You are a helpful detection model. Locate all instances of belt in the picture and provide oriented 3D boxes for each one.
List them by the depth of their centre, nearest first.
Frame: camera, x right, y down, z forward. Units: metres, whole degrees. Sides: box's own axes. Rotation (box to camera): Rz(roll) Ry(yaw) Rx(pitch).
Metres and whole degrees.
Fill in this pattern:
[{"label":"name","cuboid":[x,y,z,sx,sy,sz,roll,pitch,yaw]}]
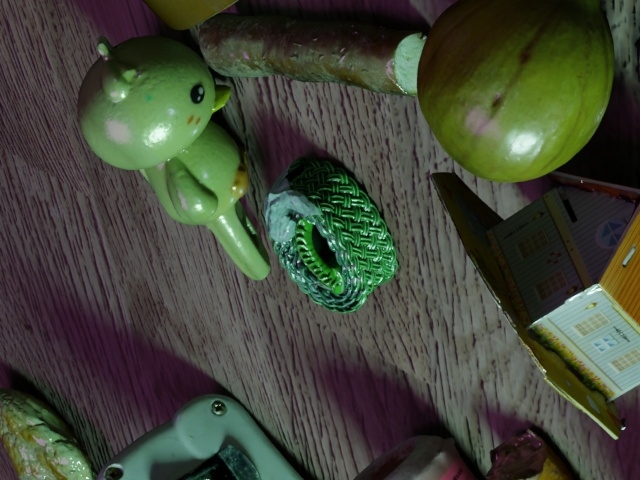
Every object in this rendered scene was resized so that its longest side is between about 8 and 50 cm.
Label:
[{"label":"belt","cuboid":[0.000,0.000,1.694,0.121,0.079,0.151,19,139,43]}]

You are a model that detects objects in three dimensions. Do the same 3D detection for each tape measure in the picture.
[{"label":"tape measure","cuboid":[-0.119,0.311,2.095,0.243,0.246,0.125,47,149,17]}]

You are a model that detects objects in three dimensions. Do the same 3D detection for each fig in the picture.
[{"label":"fig","cuboid":[0.152,-0.135,1.295,0.148,0.186,0.142,49,-163,12]}]

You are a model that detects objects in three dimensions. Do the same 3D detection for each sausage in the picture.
[{"label":"sausage","cuboid":[0.246,0.315,1.742,0.103,0.076,0.302,12,134,58]}]

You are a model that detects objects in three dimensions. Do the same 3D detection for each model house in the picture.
[{"label":"model house","cuboid":[0.203,0.008,1.353,0.219,0.136,0.207,43,-158,-41]}]

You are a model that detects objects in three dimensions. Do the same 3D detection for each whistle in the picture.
[{"label":"whistle","cuboid":[-0.116,-0.087,1.739,0.294,0.141,0.141,41,157,-29]}]

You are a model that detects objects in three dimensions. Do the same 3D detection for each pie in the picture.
[{"label":"pie","cuboid":[-0.392,0.327,2.622,0.257,0.105,0.274,31,148,46]}]

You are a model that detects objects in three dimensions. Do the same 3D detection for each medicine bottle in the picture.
[{"label":"medicine bottle","cuboid":[0.134,0.322,1.824,0.247,0.147,0.147,52,151,-5]}]

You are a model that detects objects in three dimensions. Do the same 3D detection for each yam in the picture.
[{"label":"yam","cuboid":[-0.005,-0.157,1.531,0.253,0.061,0.061,12,135,46]}]

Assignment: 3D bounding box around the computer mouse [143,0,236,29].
[{"label":"computer mouse","cuboid":[-0.114,-0.269,1.537,0.158,0.072,0.310,53,151,-11]}]
